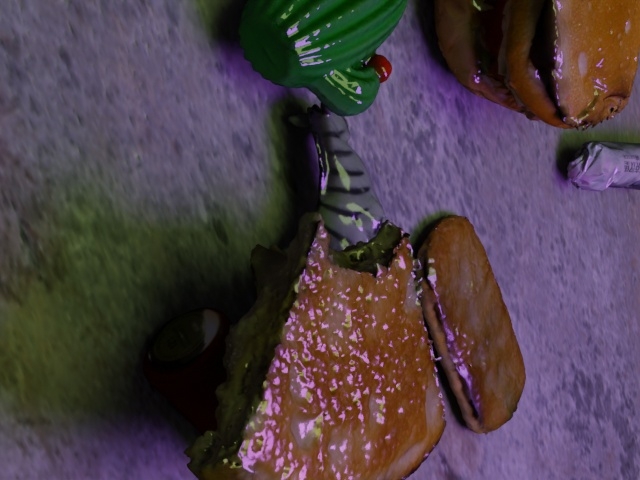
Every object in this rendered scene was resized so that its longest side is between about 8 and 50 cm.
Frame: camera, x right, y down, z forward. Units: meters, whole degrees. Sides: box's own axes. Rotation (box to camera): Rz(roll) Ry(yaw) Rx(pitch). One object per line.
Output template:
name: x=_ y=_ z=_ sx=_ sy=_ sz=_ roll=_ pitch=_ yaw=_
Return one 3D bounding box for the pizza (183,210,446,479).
pizza: x=0.002 y=0.092 z=0.938 sx=0.323 sy=0.089 sz=0.223 roll=5 pitch=84 yaw=-59

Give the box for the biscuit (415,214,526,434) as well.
biscuit: x=0.153 y=0.088 z=1.252 sx=0.118 sy=0.029 sz=0.247 roll=-48 pitch=126 yaw=-42

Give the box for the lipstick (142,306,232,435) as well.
lipstick: x=-0.050 y=0.155 z=0.996 sx=0.080 sy=0.080 sz=0.241 roll=-56 pitch=130 yaw=-29

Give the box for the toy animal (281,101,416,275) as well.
toy animal: x=0.004 y=0.000 z=1.053 sx=0.176 sy=0.073 sz=0.217 roll=47 pitch=64 yaw=-32

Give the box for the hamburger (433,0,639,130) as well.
hamburger: x=0.216 y=-0.229 z=1.202 sx=0.244 sy=0.163 sz=0.244 roll=-17 pitch=111 yaw=-51

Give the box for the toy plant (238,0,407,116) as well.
toy plant: x=0.013 y=-0.213 z=1.033 sx=0.155 sy=0.088 sz=0.240 roll=36 pitch=53 yaw=-23

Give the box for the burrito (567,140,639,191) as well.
burrito: x=0.350 y=-0.086 z=1.430 sx=0.203 sy=0.064 sz=0.064 roll=-4 pitch=96 yaw=-48
